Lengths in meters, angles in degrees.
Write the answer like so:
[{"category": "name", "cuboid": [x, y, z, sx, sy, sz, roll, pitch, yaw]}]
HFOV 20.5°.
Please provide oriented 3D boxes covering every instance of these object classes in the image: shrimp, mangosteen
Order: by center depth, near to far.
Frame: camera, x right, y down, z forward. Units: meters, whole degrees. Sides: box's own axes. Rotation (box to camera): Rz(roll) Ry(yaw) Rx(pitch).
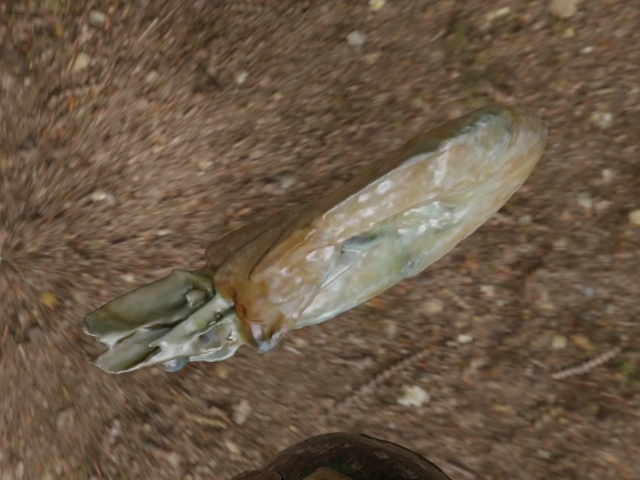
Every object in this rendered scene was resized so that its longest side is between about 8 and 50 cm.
[{"category": "shrimp", "cuboid": [0.000, 0.000, 1.086, 0.317, 0.168, 0.077, -27, 72, -9]}, {"category": "mangosteen", "cuboid": [0.009, 0.298, 1.662, 0.287, 0.287, 0.233, 39, 62, -8]}]
